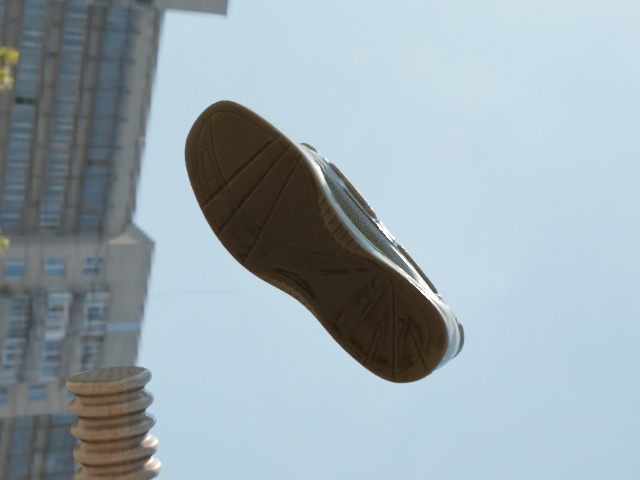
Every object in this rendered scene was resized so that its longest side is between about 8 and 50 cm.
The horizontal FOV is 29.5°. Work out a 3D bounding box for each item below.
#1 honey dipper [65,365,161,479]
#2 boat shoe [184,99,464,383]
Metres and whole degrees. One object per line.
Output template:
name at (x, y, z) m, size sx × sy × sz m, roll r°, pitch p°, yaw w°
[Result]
honey dipper at (-0.067, 0.125, 0.425) m, size 0.030 × 0.030 × 0.161 m, roll 5°, pitch -80°, yaw 57°
boat shoe at (0.002, -0.001, 0.533) m, size 0.153 × 0.048 × 0.056 m, roll 42°, pitch -74°, yaw 14°
